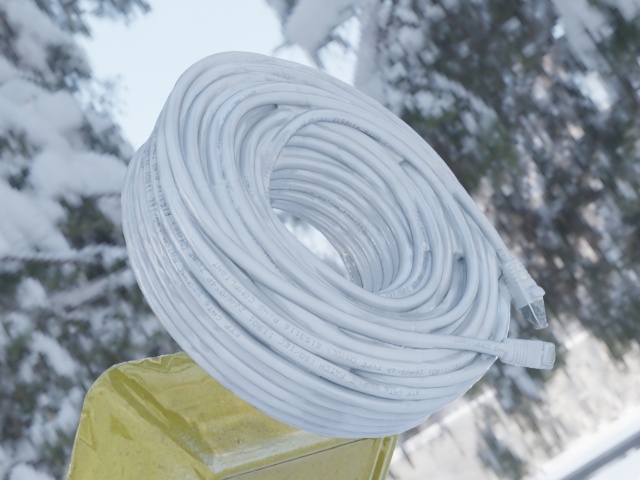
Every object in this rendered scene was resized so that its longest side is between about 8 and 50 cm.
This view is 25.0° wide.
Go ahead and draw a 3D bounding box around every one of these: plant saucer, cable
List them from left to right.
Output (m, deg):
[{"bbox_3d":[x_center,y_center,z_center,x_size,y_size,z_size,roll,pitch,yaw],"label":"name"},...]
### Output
[{"bbox_3d":[-0.062,0.238,1.076,0.333,0.081,0.333,-6,-65,-53],"label":"plant saucer"},{"bbox_3d":[0.000,0.000,0.894,0.257,0.257,0.089,-2,-35,-44],"label":"cable"}]
